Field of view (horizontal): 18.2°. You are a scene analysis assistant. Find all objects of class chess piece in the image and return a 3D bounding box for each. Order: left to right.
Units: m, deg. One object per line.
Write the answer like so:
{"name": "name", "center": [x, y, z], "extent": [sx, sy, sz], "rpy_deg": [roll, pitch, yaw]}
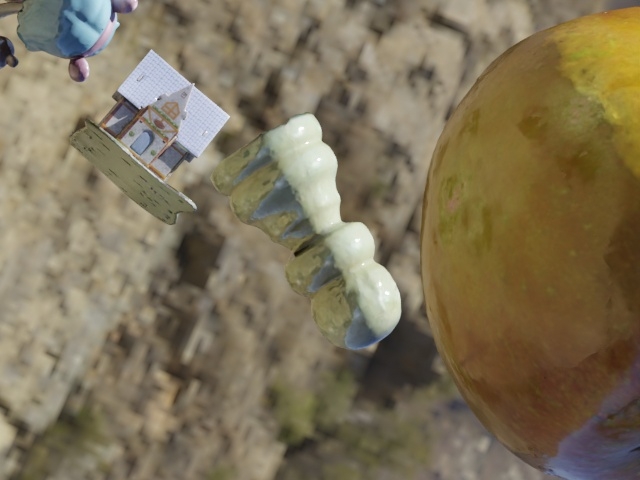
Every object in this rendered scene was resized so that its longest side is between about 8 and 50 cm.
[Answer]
{"name": "chess piece", "center": [0.000, 0.000, 2.083], "extent": [0.133, 0.243, 0.133], "rpy_deg": [-32, 174, -4]}

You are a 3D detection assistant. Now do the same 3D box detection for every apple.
{"name": "apple", "center": [0.260, 0.006, 1.536], "extent": [0.374, 0.384, 0.374], "rpy_deg": [-4, -95, 60]}

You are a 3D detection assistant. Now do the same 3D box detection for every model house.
{"name": "model house", "center": [-0.129, -0.085, 1.618], "extent": [0.088, 0.117, 0.167], "rpy_deg": [-51, -175, -11]}

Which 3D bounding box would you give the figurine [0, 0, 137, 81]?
{"name": "figurine", "center": [-0.335, -0.265, 2.171], "extent": [0.205, 0.260, 0.103], "rpy_deg": [-50, 154, -6]}
